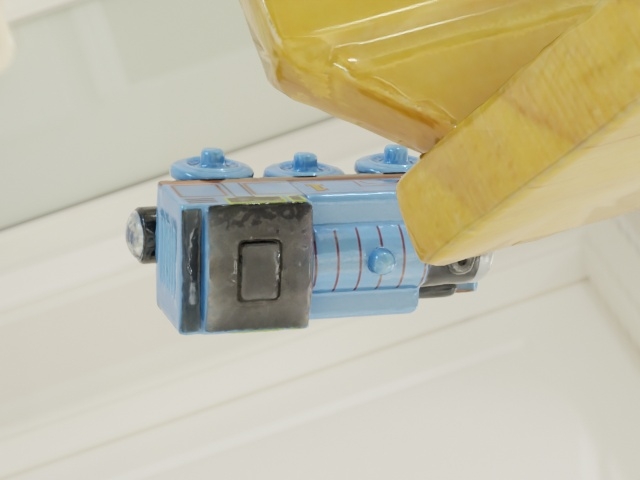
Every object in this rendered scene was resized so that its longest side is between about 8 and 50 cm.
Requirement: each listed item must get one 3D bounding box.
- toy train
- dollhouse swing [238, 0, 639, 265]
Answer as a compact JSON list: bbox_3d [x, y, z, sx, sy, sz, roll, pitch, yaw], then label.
[{"bbox_3d":[0.000,0.000,0.734,0.105,0.184,0.080,-138,-132,-66],"label":"toy train"},{"bbox_3d":[0.116,-0.231,0.357,0.305,0.315,0.346,111,-39,-69],"label":"dollhouse swing"}]
